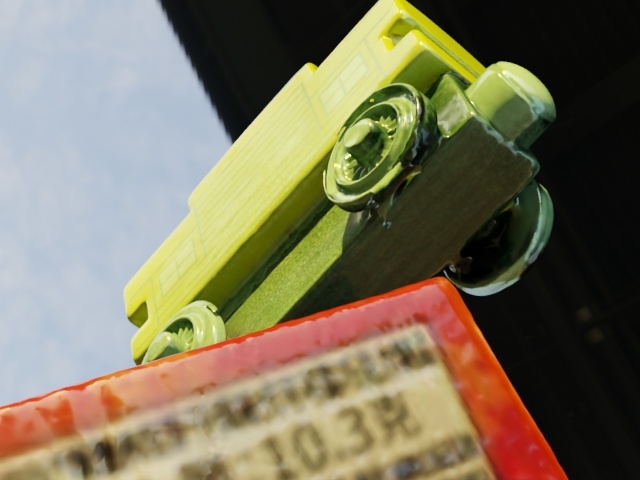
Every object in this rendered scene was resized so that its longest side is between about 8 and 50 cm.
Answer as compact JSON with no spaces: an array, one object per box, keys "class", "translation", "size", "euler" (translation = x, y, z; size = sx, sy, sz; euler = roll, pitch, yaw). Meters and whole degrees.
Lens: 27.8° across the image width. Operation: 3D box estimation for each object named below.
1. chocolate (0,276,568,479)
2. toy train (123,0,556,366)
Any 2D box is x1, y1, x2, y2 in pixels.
[{"class":"chocolate","translation":[-0.066,0.101,0.498],"size":[0.235,0.237,0.108],"euler":[-23,-99,60]},{"class":"toy train","translation":[0.000,0.000,1.065],"size":[0.442,0.179,0.272],"euler":[-47,-149,17]}]
